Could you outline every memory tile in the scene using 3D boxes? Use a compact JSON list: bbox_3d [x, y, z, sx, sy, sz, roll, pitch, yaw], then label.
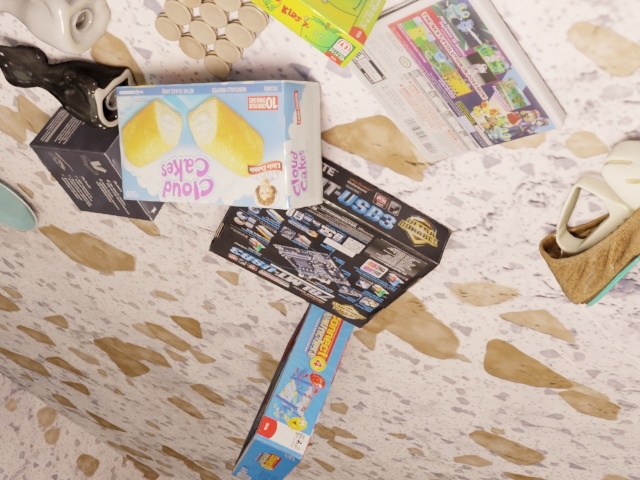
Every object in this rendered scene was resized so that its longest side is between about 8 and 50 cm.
[{"bbox_3d":[-0.132,-0.261,0.898,0.113,0.012,0.148,35,149,-16],"label":"memory tile"}]

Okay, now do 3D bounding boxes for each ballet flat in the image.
[{"bbox_3d":[0.344,-0.036,0.834,0.124,0.116,0.342,43,154,8],"label":"ballet flat"}]

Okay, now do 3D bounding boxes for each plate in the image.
[{"bbox_3d":[-0.654,-0.086,1.526,0.188,0.024,0.188,19,149,12],"label":"plate"}]

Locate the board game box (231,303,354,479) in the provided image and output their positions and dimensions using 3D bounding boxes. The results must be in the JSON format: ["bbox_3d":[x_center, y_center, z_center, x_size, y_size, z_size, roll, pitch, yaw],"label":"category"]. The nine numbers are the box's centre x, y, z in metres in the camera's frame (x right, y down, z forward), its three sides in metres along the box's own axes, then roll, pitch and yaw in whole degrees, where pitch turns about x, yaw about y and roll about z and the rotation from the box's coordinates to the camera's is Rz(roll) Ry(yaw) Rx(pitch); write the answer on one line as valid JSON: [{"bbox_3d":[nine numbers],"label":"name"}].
[{"bbox_3d":[-0.046,0.274,1.372,0.086,0.302,0.308,25,150,-1],"label":"board game box"}]

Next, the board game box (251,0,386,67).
[{"bbox_3d":[-0.025,-0.262,0.740,0.181,0.092,0.043,33,149,-14],"label":"board game box"}]

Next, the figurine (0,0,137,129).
[{"bbox_3d":[-0.375,-0.264,1.001,0.209,0.092,0.215,19,148,17],"label":"figurine"}]

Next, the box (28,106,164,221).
[{"bbox_3d":[-0.335,-0.120,1.178,0.158,0.093,0.156,9,146,27],"label":"box"}]

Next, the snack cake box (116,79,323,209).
[{"bbox_3d":[-0.131,-0.123,0.961,0.264,0.089,0.152,4,101,30],"label":"snack cake box"}]

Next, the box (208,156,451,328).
[{"bbox_3d":[0.000,0.000,1.145,0.295,0.073,0.293,28,150,-6],"label":"box"}]

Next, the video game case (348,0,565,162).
[{"bbox_3d":[0.138,-0.177,0.825,0.183,0.023,0.201,-11,133,45],"label":"video game case"}]
